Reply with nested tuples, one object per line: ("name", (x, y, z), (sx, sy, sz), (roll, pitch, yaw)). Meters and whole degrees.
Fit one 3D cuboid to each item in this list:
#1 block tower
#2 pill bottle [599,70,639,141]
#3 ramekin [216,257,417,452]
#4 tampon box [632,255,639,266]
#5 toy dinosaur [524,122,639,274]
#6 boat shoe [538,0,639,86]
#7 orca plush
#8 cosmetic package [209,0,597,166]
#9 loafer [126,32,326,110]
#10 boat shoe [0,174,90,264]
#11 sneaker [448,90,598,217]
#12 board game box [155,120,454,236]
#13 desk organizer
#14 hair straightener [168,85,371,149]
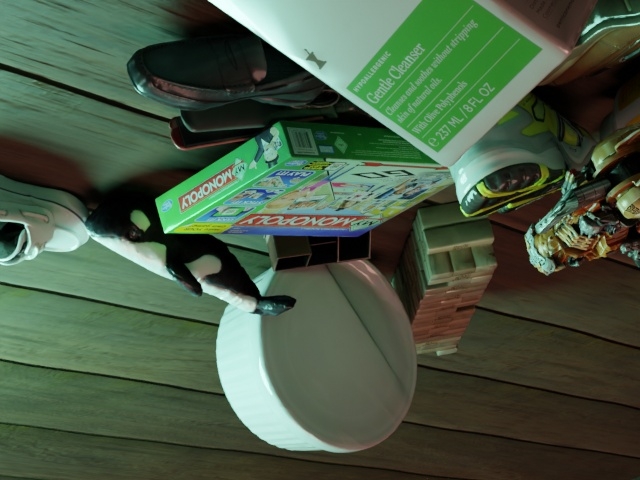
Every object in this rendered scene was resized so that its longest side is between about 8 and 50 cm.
("block tower", (0.156, 0.059, 2.438), (0.097, 0.091, 0.335), (-9, 157, -9))
("pill bottle", (0.409, -0.157, 2.030), (0.117, 0.117, 0.215), (2, 153, -34))
("ramekin", (-0.013, 0.147, 2.344), (0.273, 0.272, 0.127), (7, 161, -41))
("tampon box", (0.425, -0.060, 2.198), (0.120, 0.101, 0.161), (-27, -170, 31))
("toy dinosaur", (0.342, -0.058, 1.862), (0.218, 0.164, 0.322), (-10, 176, -35))
("boat shoe", (0.308, -0.244, 1.800), (0.104, 0.110, 0.307), (-2, 165, -35))
("orca plush", (-0.138, 0.002, 2.115), (0.287, 0.151, 0.102), (30, 95, -27))
("cosmetic package", (0.013, -0.243, 1.301), (0.365, 0.155, 0.197), (33, 148, -6))
("loafer", (-0.083, -0.173, 1.778), (0.223, 0.076, 0.078), (-3, 151, -35))
("boat shoe", (-0.342, -0.014, 1.986), (0.095, 0.084, 0.258), (-26, 154, 28))
("sneaker", (0.220, -0.117, 2.013), (0.145, 0.147, 0.385), (-26, 174, 13))
("board game box", (0.002, -0.065, 2.056), (0.317, 0.046, 0.213), (0, 157, -46))
("desk organizer", (0.000, 0.000, 2.259), (0.130, 0.050, 0.047), (-8, 157, -13))
("hair straightener", (-0.039, -0.139, 1.910), (0.230, 0.047, 0.089), (-5, 156, -21))
